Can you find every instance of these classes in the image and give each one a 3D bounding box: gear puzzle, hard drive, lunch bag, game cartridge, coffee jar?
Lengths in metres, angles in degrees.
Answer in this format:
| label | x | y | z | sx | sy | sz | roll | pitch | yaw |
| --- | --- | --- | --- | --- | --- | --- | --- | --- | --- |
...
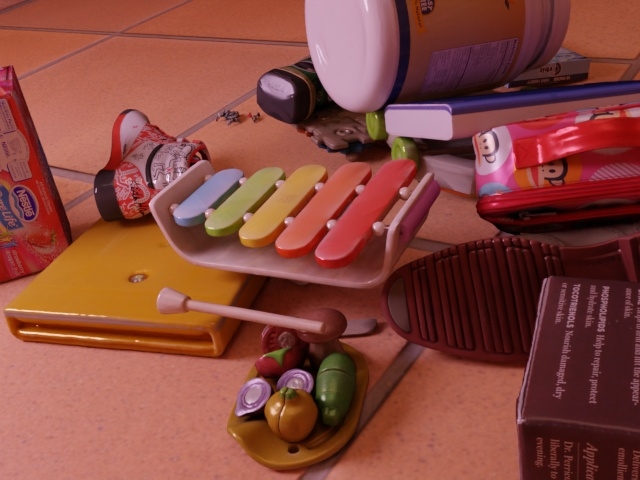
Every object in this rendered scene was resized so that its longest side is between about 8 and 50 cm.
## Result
| label | x | y | z | sx | sy | sz | roll | pitch | yaw |
| --- | --- | --- | --- | --- | --- | --- | --- | --- | --- |
| gear puzzle | 0.017 | -0.210 | 1.341 | 0.175 | 0.044 | 0.339 | -14 | 31 | -21 |
| hard drive | 0.266 | -0.166 | 0.986 | 0.318 | 0.040 | 0.210 | -9 | 11 | -14 |
| lunch bag | 0.312 | -0.079 | 0.834 | 0.293 | 0.120 | 0.258 | -6 | -9 | 22 |
| game cartridge | -0.191 | 0.023 | 1.015 | 0.285 | 0.053 | 0.324 | 2 | 30 | 19 |
| coffee jar | -0.015 | -0.252 | 1.287 | 0.096 | 0.079 | 0.184 | 28 | 40 | 31 |

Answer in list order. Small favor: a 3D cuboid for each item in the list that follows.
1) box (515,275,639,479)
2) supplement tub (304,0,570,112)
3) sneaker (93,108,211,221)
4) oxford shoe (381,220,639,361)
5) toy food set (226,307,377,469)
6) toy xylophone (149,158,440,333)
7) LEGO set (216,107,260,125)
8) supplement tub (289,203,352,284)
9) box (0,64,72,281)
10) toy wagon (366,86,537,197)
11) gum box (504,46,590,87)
| label | x | y | z | sx | sy | sz | roll | pitch | yaw |
| --- | --- | --- | --- | --- | --- | --- | --- | --- | --- |
| box | 0.252 | 0.143 | 0.561 | 0.203 | 0.168 | 0.167 | 4 | 33 | 21 |
| supplement tub | 0.161 | -0.312 | 1.102 | 0.316 | 0.228 | 0.228 | -14 | 30 | -21 |
| sneaker | -0.227 | -0.118 | 1.138 | 0.145 | 0.090 | 0.270 | -8 | 32 | 1 |
| oxford shoe | 0.239 | 0.047 | 0.814 | 0.348 | 0.123 | 0.130 | -5 | 5 | 9 |
| toy food set | -0.020 | 0.119 | 0.776 | 0.128 | 0.071 | 0.218 | -1 | 32 | 14 |
| toy xylophone | -0.039 | -0.008 | 0.843 | 0.322 | 0.081 | 0.236 | 1 | 33 | 21 |
| LEGO set | -0.152 | -0.229 | 1.440 | 0.083 | 0.023 | 0.054 | -10 | 31 | 0 |
| supplement tub | 0.000 | 0.000 | 0.970 | 0.071 | 0.071 | 0.107 | 20 | 41 | 40 |
| box | -0.429 | -0.085 | 1.053 | 0.128 | 0.257 | 0.122 | -17 | 33 | -11 |
| toy wagon | 0.205 | -0.175 | 1.164 | 0.267 | 0.068 | 0.344 | -8 | 34 | -13 |
| gum box | 0.359 | -0.323 | 1.409 | 0.157 | 0.041 | 0.184 | -8 | 30 | -15 |
